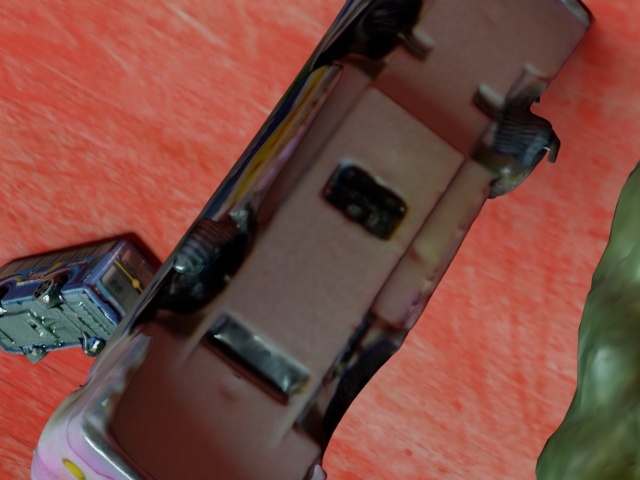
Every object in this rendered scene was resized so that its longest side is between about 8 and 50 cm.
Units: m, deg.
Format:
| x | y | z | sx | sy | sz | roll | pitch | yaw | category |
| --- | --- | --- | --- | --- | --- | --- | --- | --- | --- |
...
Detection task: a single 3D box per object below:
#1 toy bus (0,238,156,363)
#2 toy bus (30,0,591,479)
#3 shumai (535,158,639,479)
| x | y | z | sx | sy | sz | roll | pitch | yaw | category |
| --- | --- | --- | --- | --- | --- | --- | --- | --- | --- |
| -0.154 | 0.035 | 0.963 | 0.153 | 0.061 | 0.051 | -11 | 126 | 49 | toy bus |
| -0.001 | 0.000 | 0.593 | 0.090 | 0.274 | 0.112 | 40 | 147 | -10 | toy bus |
| 0.247 | -0.018 | 0.337 | 0.324 | 0.397 | 0.323 | 40 | 132 | 42 | shumai |
